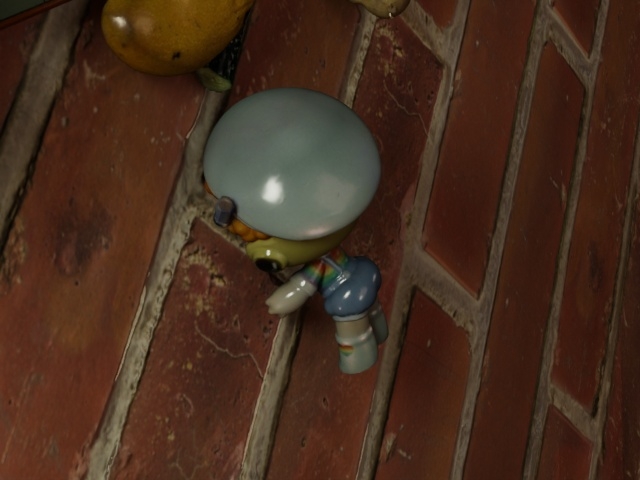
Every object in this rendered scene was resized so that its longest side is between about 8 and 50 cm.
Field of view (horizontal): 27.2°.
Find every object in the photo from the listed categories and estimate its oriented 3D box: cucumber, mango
[{"bbox_3d":[-0.114,-0.275,1.623,0.058,0.058,0.187,38,56,-47],"label":"cucumber"},{"bbox_3d":[-0.159,-0.294,1.508,0.295,0.120,0.177,-55,134,-32],"label":"mango"}]

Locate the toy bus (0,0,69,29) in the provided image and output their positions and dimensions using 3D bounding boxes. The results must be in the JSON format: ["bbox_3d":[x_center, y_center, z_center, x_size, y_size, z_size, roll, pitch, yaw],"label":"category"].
[{"bbox_3d":[-0.360,-0.226,1.233,0.409,0.093,0.092,-38,125,-49],"label":"toy bus"}]

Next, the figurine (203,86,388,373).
[{"bbox_3d":[0.011,-0.018,1.658,0.382,0.205,0.225,56,39,-40],"label":"figurine"}]

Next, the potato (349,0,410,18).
[{"bbox_3d":[0.062,-0.423,1.844,0.161,0.128,0.235,-46,121,-66],"label":"potato"}]
